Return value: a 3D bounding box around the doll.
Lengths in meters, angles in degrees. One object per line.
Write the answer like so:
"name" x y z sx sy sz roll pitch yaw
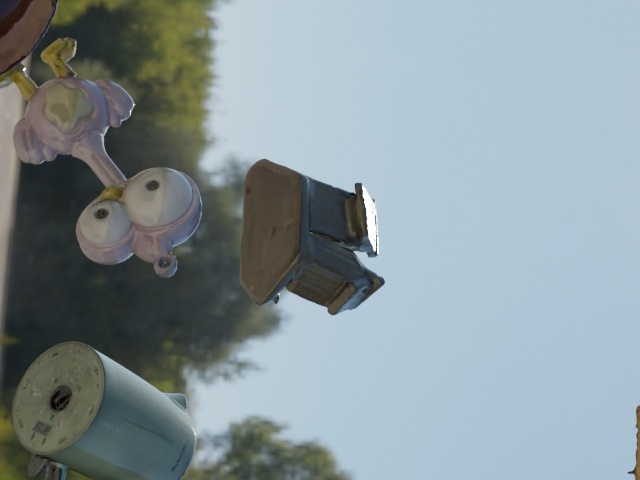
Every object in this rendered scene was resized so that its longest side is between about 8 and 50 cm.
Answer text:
"doll" -0.270 -0.093 1.749 0.365 0.160 0.094 52 -20 27

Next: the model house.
"model house" -0.001 -0.005 1.901 0.122 0.188 0.229 -45 -141 47

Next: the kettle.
"kettle" -0.312 0.291 2.036 0.255 0.165 0.240 42 67 -51

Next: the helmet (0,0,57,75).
"helmet" -0.438 -0.332 1.331 0.337 0.230 0.385 -37 -109 21

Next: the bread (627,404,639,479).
"bread" 0.481 0.331 1.667 0.179 0.194 0.340 -140 -133 -69
